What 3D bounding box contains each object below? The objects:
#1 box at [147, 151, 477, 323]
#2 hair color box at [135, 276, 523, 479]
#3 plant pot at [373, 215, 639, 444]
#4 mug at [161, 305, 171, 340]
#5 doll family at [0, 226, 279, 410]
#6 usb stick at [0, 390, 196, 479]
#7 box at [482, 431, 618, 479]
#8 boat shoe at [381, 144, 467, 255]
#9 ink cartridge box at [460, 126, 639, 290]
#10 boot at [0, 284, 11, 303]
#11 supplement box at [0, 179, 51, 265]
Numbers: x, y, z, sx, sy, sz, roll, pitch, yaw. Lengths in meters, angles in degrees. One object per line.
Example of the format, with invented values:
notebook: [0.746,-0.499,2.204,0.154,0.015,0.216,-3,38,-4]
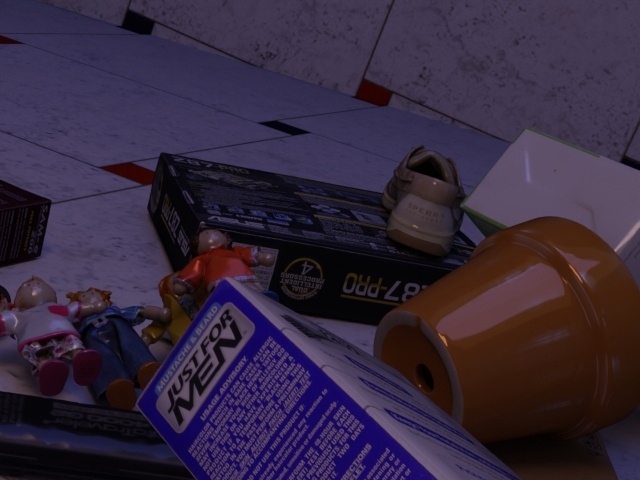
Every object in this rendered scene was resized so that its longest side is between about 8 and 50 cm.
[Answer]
box: [0.000,0.000,1.517,0.395,0.097,0.318,9,18,-20]
hair color box: [0.059,0.166,0.669,0.185,0.110,0.339,33,5,-43]
plant pot: [0.159,0.099,1.093,0.188,0.205,0.205,-17,30,-30]
mug: [-0.116,0.079,1.204,0.064,0.062,0.078,27,25,15]
doll family: [-0.162,0.080,1.092,0.263,0.118,0.163,-16,34,-18]
usb stick: [-0.151,0.157,0.922,0.278,0.045,0.077,11,23,-14]
box: [0.192,0.202,1.118,0.164,0.021,0.201,13,16,-1]
boat shoe: [0.138,-0.066,1.522,0.109,0.098,0.302,18,15,2]
ink cartridge box: [0.327,0.050,1.289,0.207,0.119,0.353,32,-10,49]
boot: [-0.317,0.066,1.049,0.137,0.077,0.198,10,16,-34]
supplement box: [-0.407,-0.018,1.249,0.130,0.073,0.239,22,18,23]
